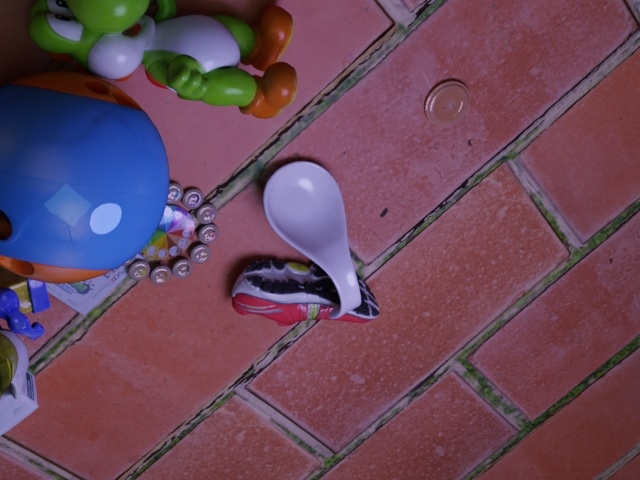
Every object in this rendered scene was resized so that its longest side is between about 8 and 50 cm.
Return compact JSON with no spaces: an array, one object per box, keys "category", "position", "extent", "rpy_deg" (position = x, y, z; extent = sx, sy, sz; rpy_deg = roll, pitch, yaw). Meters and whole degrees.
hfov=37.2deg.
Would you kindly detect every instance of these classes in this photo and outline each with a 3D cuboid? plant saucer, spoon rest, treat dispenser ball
[{"category":"plant saucer","position":[0.215,-0.230,1.605],"extent":[0.083,0.013,0.083],"rpy_deg":[-10,124,-15]},{"category":"spoon rest","position":[0.000,0.000,1.573],"extent":[0.137,0.084,0.276],"rpy_deg":[-29,103,-21]},{"category":"treat dispenser ball","position":[-0.351,-0.086,1.293],"extent":[0.288,0.288,0.288],"rpy_deg":[-11,125,-16]}]

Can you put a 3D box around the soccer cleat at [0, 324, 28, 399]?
[{"category":"soccer cleat","position":[-0.585,0.229,1.376],"extent":[0.331,0.143,0.116],"rpy_deg":[-24,127,-6]}]

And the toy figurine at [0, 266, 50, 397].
[{"category":"toy figurine","position":[-0.462,0.058,1.355],"extent":[0.217,0.362,0.191],"rpy_deg":[-19,122,-40]}]

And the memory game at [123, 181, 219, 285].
[{"category":"memory game","position":[-0.251,-0.009,1.546],"extent":[0.186,0.012,0.186],"rpy_deg":[-13,121,-22]}]

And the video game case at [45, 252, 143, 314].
[{"category":"video game case","position":[-0.388,0.033,1.525],"extent":[0.143,0.019,0.157],"rpy_deg":[-43,127,8]}]

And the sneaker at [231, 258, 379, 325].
[{"category":"sneaker","position":[-0.029,0.104,1.690],"extent":[0.279,0.107,0.118],"rpy_deg":[13,134,-25]}]

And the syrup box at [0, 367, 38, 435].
[{"category":"syrup box","position":[-0.569,0.205,1.516],"extent":[0.096,0.093,0.237],"rpy_deg":[-37,127,4]}]

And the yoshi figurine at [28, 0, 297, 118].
[{"category":"yoshi figurine","position":[-0.203,-0.291,1.296],"extent":[0.362,0.203,0.203],"rpy_deg":[8,102,-24]}]
